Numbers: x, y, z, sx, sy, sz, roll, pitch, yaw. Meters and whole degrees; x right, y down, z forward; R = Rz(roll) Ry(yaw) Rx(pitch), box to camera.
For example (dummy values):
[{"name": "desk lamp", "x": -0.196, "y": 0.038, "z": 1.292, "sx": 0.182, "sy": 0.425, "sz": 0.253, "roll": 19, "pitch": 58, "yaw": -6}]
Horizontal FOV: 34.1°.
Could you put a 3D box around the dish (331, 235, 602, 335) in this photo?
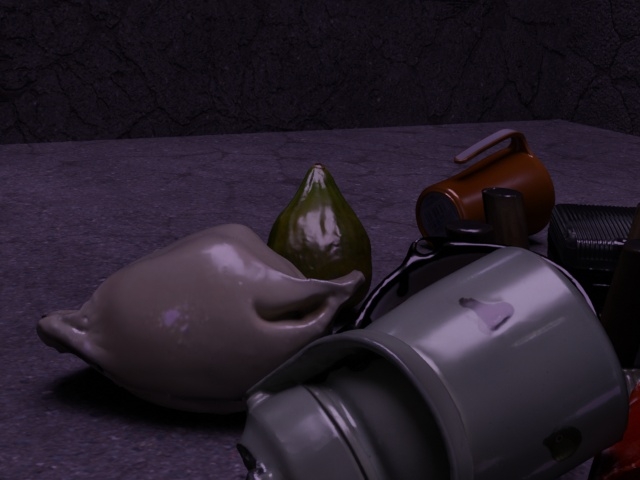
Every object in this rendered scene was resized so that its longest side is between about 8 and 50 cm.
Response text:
[{"name": "dish", "x": 0.172, "y": 0.139, "z": 1.168, "sx": 0.303, "sy": 0.120, "sz": 0.303, "roll": -9, "pitch": 47, "yaw": 10}]

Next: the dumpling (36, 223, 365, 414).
[{"name": "dumpling", "x": -0.135, "y": 0.112, "z": 1.291, "sx": 0.395, "sy": 0.233, "sz": 0.315, "roll": -11, "pitch": -17, "yaw": 0}]

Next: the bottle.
[{"name": "bottle", "x": 0.074, "y": 0.162, "z": 0.919, "sx": 0.352, "sy": 0.229, "sz": 0.229, "roll": -25, "pitch": 23, "yaw": -16}]

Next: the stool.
[{"name": "stool", "x": 0.323, "y": 0.073, "z": 1.357, "sx": 0.310, "sy": 0.226, "sz": 0.310, "roll": 8, "pitch": 17, "yaw": 19}]

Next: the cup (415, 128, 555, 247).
[{"name": "cup", "x": 0.316, "y": -0.092, "z": 2.007, "sx": 0.264, "sy": 0.226, "sz": 0.182, "roll": -19, "pitch": 28, "yaw": -39}]

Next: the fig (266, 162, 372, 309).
[{"name": "fig", "x": -0.006, "y": 0.016, "z": 1.597, "sx": 0.167, "sy": 0.167, "sz": 0.233, "roll": 0, "pitch": 42, "yaw": -8}]

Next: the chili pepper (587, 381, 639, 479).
[{"name": "chili pepper", "x": 0.350, "y": 0.205, "z": 1.037, "sx": 0.131, "sy": 0.134, "sz": 0.338, "roll": 48, "pitch": 27, "yaw": 2}]

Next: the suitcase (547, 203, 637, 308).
[{"name": "suitcase", "x": 0.487, "y": 0.021, "z": 1.760, "sx": 0.202, "sy": 0.128, "sz": 0.312, "roll": 4, "pitch": 16, "yaw": 6}]
